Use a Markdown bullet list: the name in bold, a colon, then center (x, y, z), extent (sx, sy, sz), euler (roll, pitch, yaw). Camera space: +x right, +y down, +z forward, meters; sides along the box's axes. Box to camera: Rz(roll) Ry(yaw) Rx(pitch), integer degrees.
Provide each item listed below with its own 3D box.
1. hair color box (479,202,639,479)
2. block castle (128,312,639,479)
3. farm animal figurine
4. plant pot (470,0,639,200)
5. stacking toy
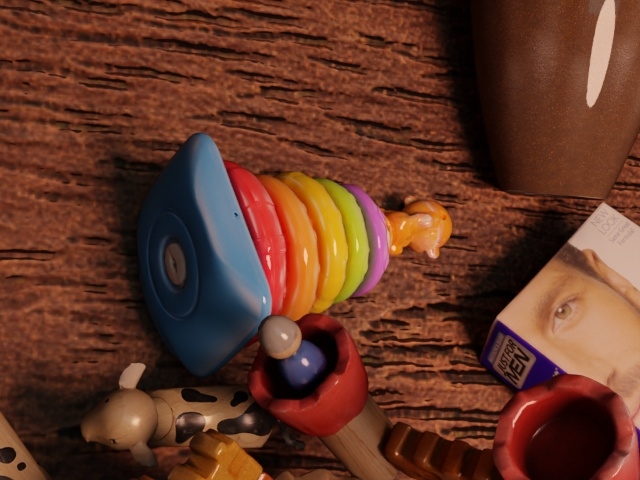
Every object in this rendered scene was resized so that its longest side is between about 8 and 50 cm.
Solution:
- **hair color box**: center (0.344, 0.139, 0.911), extent (0.339, 0.110, 0.185), euler (38, 65, 21)
- **block castle**: center (-0.010, 0.270, 0.594), extent (0.453, 0.303, 0.213), euler (-58, 135, -24)
- **farm animal figurine**: center (-0.206, 0.194, 0.720), extent (0.327, 0.172, 0.330), euler (37, 69, -11)
- **plant pot**: center (0.246, -0.159, 0.969), extent (0.215, 0.215, 0.230), euler (4, 93, -21)
- **stacking toy**: center (0.000, 0.000, 0.866), extent (0.302, 0.166, 0.175), euler (-10, 68, -35)
